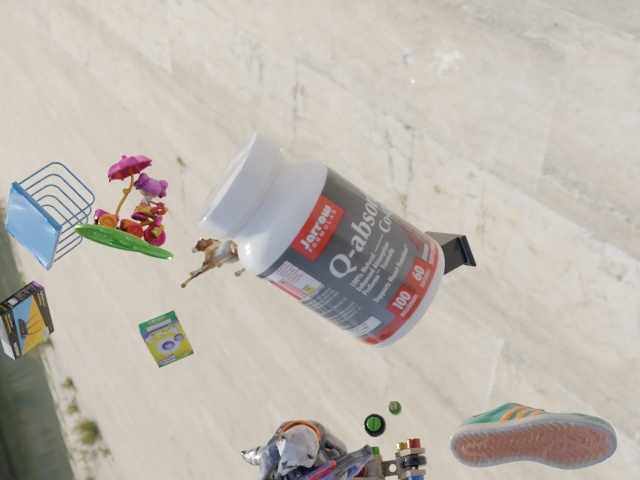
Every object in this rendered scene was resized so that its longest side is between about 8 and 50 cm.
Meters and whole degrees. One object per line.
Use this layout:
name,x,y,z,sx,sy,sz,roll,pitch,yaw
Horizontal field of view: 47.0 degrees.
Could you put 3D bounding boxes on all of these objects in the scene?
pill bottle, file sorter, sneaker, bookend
pill bottle,0.000,0.000,1.176,0.363,0.210,0.210,33,155,-17
file sorter,-0.503,-0.047,1.378,0.118,0.104,0.170,45,142,2
sneaker,0.396,0.350,1.373,0.302,0.121,0.108,-10,104,30
bookend,0.215,0.048,1.550,0.157,0.156,0.072,8,123,66

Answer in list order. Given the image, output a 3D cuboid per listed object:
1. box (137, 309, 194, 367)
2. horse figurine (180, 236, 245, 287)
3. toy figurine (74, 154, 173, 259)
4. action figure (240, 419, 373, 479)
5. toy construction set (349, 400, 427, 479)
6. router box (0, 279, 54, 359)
box,-0.405,0.270,1.954,0.179,0.105,0.043,77,167,-48
horse figurine,-0.222,0.033,1.740,0.263,0.174,0.066,-15,113,33
toy figurine,-0.316,-0.067,1.272,0.130,0.173,0.159,-16,57,60
action figure,-0.095,0.436,1.373,0.178,0.341,0.330,58,146,20
toy construction set,0.182,0.626,1.908,0.308,0.257,0.237,57,177,28
router box,-0.773,0.208,1.920,0.046,0.133,0.178,29,138,21
